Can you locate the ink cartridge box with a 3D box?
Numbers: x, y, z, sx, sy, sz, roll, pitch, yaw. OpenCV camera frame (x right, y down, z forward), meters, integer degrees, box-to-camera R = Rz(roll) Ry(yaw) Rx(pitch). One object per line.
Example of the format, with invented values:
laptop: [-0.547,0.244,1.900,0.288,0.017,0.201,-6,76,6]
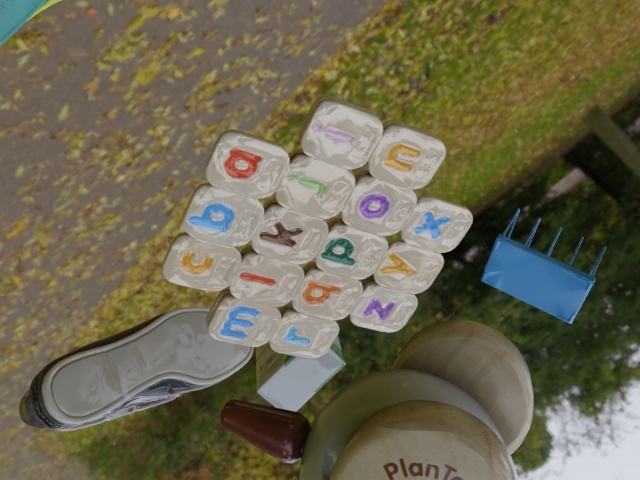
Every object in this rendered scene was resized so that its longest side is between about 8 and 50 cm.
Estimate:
ink cartridge box: [-0.043,0.212,1.507,0.153,0.087,0.208,-45,-164,10]

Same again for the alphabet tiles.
alphabet tiles: [0.000,0.000,0.778,0.277,0.021,0.284,15,121,-25]

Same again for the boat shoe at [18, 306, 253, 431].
boat shoe: [-0.234,0.164,1.037,0.095,0.112,0.335,-25,172,40]

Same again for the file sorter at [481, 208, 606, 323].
file sorter: [0.387,0.038,1.374,0.104,0.170,0.118,-52,160,-37]

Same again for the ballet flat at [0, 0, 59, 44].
ballet flat: [-0.187,-0.197,0.528,0.231,0.077,0.077,-48,150,-33]

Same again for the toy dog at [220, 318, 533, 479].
toy dog: [0.022,0.201,0.413,0.160,0.334,0.220,3,168,17]
